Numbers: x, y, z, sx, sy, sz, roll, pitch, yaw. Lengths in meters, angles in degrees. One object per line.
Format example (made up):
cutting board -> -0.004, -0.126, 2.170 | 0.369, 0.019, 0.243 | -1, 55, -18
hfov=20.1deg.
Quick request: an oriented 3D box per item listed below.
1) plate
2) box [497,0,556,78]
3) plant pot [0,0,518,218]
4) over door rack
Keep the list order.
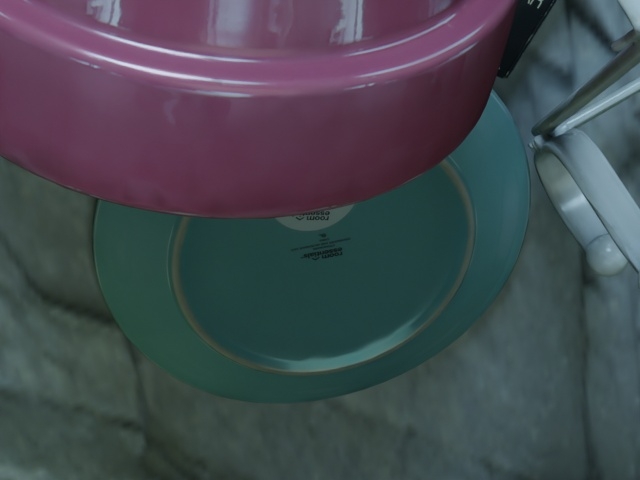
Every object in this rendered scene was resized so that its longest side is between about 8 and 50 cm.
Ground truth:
plate -> 0.000, 0.000, 0.750 | 0.188, 0.024, 0.188 | -6, 126, -9
box -> 0.056, -0.110, 0.717 | 0.083, 0.018, 0.067 | 23, 111, -26
plant pot -> -0.027, -0.136, 0.553 | 0.201, 0.201, 0.180 | -3, 132, -15
over door rack -> 0.192, -0.086, 0.616 | 0.240, 0.108, 0.324 | -32, 166, -2
